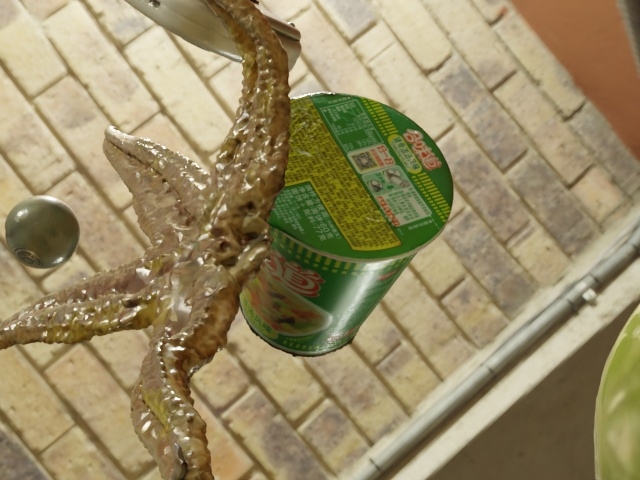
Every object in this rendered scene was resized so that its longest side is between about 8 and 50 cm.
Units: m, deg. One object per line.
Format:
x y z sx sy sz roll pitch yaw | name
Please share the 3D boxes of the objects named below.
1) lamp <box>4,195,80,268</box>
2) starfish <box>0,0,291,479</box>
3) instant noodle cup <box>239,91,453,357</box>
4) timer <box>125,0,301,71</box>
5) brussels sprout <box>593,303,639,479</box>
-0.388 -0.011 1.349 0.105 0.105 0.105 45 -16 17 | lamp
-0.134 -0.012 0.720 0.384 0.398 0.132 -6 -28 43 | starfish
0.000 0.000 0.985 0.207 0.207 0.232 45 -34 17 | instant noodle cup
-0.159 -0.334 1.410 0.237 0.087 0.262 40 19 32 | timer
0.301 0.128 0.570 0.274 0.316 0.242 11 -36 -8 | brussels sprout
